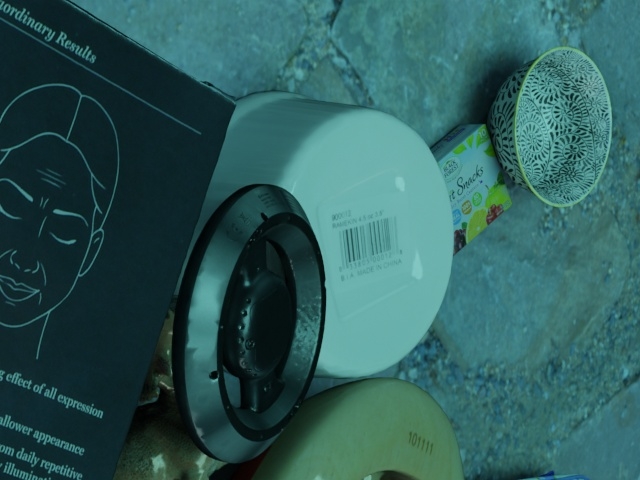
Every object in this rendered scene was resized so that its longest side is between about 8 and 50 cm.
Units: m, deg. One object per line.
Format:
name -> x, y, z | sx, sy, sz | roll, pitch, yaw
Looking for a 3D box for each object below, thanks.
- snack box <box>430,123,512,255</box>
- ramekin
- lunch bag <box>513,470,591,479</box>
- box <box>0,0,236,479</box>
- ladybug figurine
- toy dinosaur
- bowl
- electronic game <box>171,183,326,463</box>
snack box -> 0.133, -0.045, 1.918 | 0.141, 0.037, 0.100 | -40, 119, -36
ramekin -> 0.000, 0.000, 1.719 | 0.277, 0.135, 0.277 | -5, 98, -45
lunch bag -> 0.234, 0.341, 1.986 | 0.219, 0.090, 0.176 | -1, 66, -47
box -> -0.283, 0.013, 1.380 | 0.293, 0.212, 0.396 | 30, 73, -43
ladybug figurine -> -0.014, 0.339, 1.711 | 0.305, 0.162, 0.449 | 33, 71, -44
toy dinosaur -> -0.162, 0.191, 1.583 | 0.200, 0.127, 0.296 | 35, 89, -19
bowl -> 0.232, -0.122, 1.981 | 0.170, 0.080, 0.170 | -4, 96, -44
electronic game -> -0.056, 0.068, 1.508 | 0.229, 0.048, 0.229 | -27, 121, -59
